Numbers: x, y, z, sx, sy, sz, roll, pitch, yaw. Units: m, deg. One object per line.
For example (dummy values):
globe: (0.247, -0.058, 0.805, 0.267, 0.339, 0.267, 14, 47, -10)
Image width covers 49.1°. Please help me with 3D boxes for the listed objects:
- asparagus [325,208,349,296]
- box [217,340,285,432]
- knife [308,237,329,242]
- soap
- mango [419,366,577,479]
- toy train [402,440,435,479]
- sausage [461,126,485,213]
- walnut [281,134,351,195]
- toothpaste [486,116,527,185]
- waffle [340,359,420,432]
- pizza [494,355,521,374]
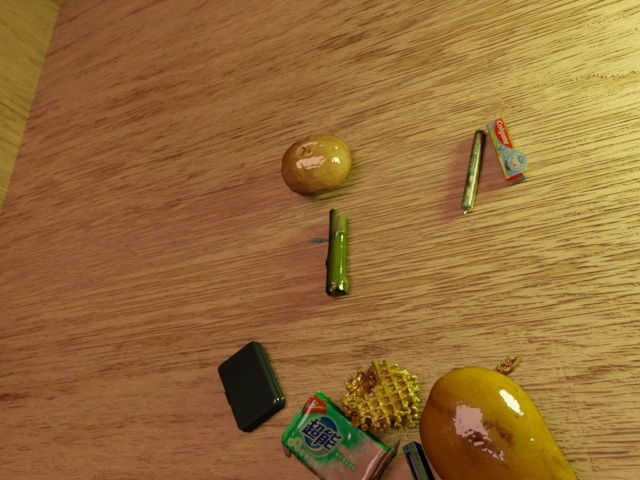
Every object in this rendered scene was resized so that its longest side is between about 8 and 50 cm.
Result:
asparagus: (0.050, 0.034, 2.044, 0.067, 0.060, 0.277, -25, 52, 46)
box: (-0.201, 0.418, 2.019, 0.160, 0.050, 0.230, -38, 51, 12)
knife: (0.000, 0.000, 2.128, 0.091, 0.005, 0.014, 3, 67, 36)
soap: (0.048, 0.520, 1.764, 0.273, 0.098, 0.218, 31, 80, 39)
mango: (0.373, 0.444, 1.501, 0.264, 0.221, 0.378, -46, 58, 2)
toy train: (0.246, 0.575, 1.630, 0.042, 0.044, 0.209, -33, 52, 16)
sausage: (0.420, -0.194, 1.920, 0.033, 0.033, 0.269, 0, 67, 35)
walnut: (-0.013, -0.231, 2.145, 0.226, 0.193, 0.193, -13, 60, 30)
toothpaste: (0.507, -0.244, 1.879, 0.070, 0.044, 0.193, -23, 55, 22)
waffle: (0.146, 0.384, 1.734, 0.197, 0.070, 0.193, 1, 43, 15)
pizza: (0.440, 0.297, 1.660, 0.083, 0.016, 0.037, -37, 45, 15)
